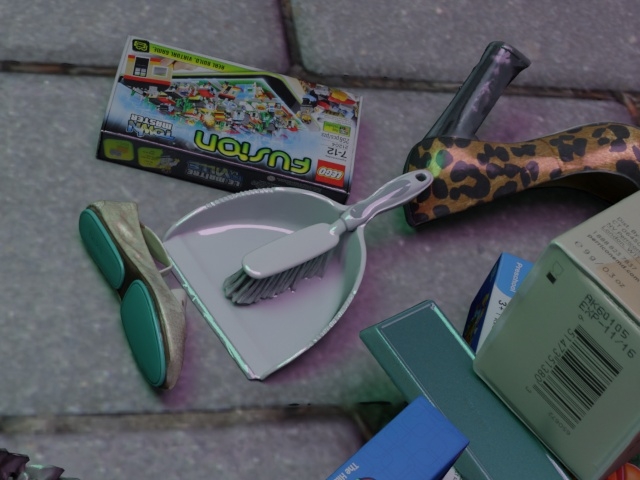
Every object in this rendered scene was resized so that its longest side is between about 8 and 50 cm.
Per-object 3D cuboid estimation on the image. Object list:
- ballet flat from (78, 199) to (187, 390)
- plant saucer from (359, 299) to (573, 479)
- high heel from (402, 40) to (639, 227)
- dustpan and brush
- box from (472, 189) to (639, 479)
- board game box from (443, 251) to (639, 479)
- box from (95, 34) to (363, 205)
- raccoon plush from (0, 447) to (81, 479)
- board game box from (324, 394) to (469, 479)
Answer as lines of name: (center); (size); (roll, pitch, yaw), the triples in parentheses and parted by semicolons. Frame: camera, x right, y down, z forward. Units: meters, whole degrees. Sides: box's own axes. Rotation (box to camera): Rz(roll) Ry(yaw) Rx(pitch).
ballet flat: (-0.126, 0.033, 0.993); (0.052, 0.057, 0.168); (-8, 57, -35)
plant saucer: (0.106, 0.121, 0.923); (0.067, 0.018, 0.192); (-22, 62, -30)
high heel: (0.200, -0.027, 1.141); (0.261, 0.093, 0.186); (35, 69, -1)
dustpan and brush: (0.000, 0.000, 1.047); (0.211, 0.060, 0.147); (-25, 65, -29)
box: (0.269, 0.030, 0.957); (0.311, 0.148, 0.121); (-26, 63, -37)
board game box: (0.190, 0.197, 0.954); (0.233, 0.078, 0.347); (22, 51, -1)
box: (-0.072, -0.095, 1.116); (0.207, 0.036, 0.114); (14, 52, -8)
raccoon plush: (-0.118, 0.252, 0.513); (0.446, 0.216, 0.299); (9, 62, -12)
board game box: (-0.010, 0.205, 0.832); (0.047, 0.160, 0.210); (43, 54, 15)
